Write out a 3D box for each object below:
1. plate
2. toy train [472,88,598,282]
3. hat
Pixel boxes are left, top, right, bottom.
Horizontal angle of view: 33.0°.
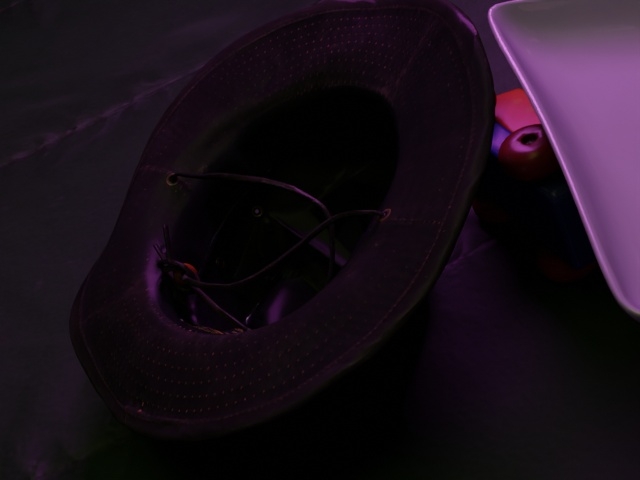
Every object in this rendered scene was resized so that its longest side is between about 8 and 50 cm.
[{"bbox_3d":[0.254,-0.062,0.579,0.277,0.045,0.278,-8,42,-2],"label":"plate"},{"bbox_3d":[0.153,-0.087,0.744,0.143,0.105,0.248,-31,34,-5],"label":"toy train"},{"bbox_3d":[0.000,0.000,0.699,0.331,0.134,0.331,-25,43,26],"label":"hat"}]
